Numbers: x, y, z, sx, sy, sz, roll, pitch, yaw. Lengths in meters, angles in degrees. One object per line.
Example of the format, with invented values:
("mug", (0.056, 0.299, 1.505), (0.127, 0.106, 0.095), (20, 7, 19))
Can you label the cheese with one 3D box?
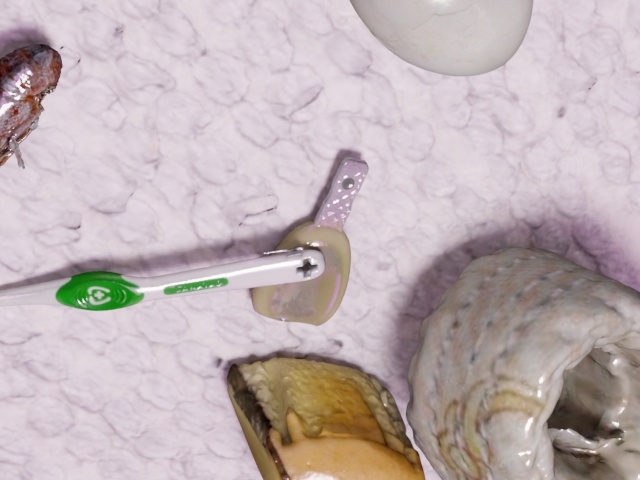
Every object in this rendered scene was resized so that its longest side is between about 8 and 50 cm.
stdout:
("cheese", (0.000, 0.000, 1.400), (0.097, 0.037, 0.192), (10, 120, -25))

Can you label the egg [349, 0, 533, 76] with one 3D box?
("egg", (0.103, -0.223, 1.202), (0.151, 0.151, 0.209), (-37, 129, 9))

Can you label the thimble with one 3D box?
("thimble", (0.232, 0.164, 1.452), (0.291, 0.195, 0.291), (-15, 115, -33))

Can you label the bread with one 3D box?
("bread", (0.023, 0.243, 1.481), (0.162, 0.204, 0.262), (-27, 132, 4))

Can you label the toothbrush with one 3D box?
("toothbrush", (-0.201, 0.046, 1.349), (0.418, 0.040, 0.042), (-8, 122, -11))

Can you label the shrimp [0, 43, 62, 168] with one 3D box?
("shrimp", (-0.289, -0.095, 1.211), (0.190, 0.075, 0.073), (-53, 156, 12))
